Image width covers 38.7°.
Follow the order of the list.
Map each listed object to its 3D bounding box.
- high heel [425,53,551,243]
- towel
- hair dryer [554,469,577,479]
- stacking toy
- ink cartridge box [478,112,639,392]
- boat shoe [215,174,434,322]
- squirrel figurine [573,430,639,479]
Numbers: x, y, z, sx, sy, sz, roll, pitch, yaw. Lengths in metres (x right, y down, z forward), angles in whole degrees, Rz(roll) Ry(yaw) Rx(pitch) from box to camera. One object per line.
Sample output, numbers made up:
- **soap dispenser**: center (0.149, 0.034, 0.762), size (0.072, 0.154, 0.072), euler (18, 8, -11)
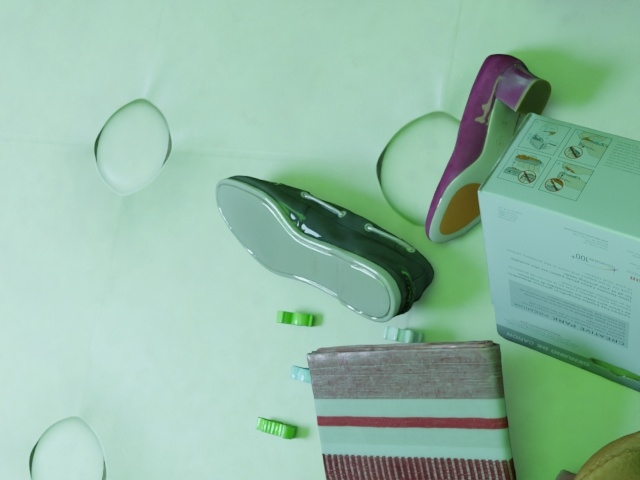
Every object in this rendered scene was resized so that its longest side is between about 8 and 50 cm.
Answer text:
- **high heel**: center (0.187, -0.118, 1.146), size (0.244, 0.082, 0.117), euler (-64, 32, 17)
- **towel**: center (0.114, 0.279, 1.057), size (0.237, 0.037, 0.329), euler (-5, 96, 30)
- **hair dryer**: center (0.331, 0.375, 0.956), size (0.223, 0.080, 0.294), euler (-30, 68, 18)
- **stacking toy**: center (0.020, 0.184, 1.171), size (0.221, 0.052, 0.167), euler (7, 83, 29)
- **ink cartridge box**: center (0.340, 0.037, 0.966), size (0.309, 0.272, 0.130), euler (21, 59, 28)
- **boat shoe**: center (0.000, 0.000, 1.208), size (0.335, 0.095, 0.112), euler (31, 130, 32)
- **squirrel figurine**: center (0.333, 0.370, 0.784), size (0.370, 0.281, 0.397), euler (42, 105, 21)
